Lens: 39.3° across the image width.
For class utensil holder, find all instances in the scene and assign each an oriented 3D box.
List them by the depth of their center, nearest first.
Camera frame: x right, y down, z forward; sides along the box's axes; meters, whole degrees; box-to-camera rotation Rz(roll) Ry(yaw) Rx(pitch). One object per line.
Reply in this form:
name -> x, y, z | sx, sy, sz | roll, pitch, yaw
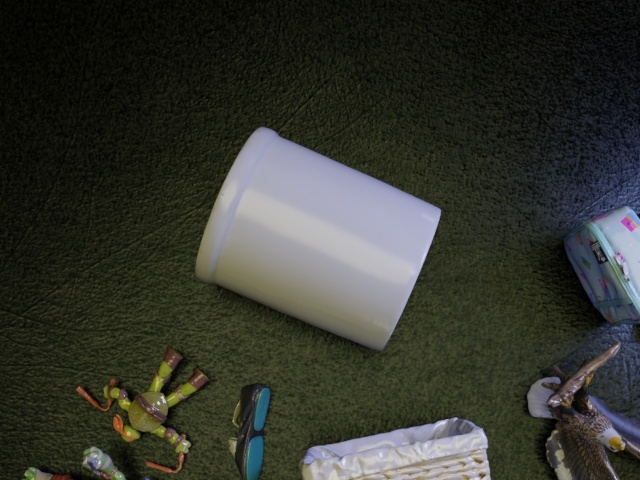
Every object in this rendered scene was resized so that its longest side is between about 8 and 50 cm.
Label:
utensil holder -> 0.000, 0.000, 1.738 | 0.385, 0.327, 0.327 | 22, 81, 2

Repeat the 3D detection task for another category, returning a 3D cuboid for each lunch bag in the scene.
lunch bag -> 0.577, 0.058, 1.732 | 0.108, 0.279, 0.224 | -25, 83, 1

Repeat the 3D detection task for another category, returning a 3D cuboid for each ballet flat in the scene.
ballet flat -> -0.148, 0.387, 1.803 | 0.074, 0.074, 0.203 | 7, 86, 3

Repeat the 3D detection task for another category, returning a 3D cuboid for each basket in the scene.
basket -> 0.145, 0.491, 1.644 | 0.331, 0.328, 0.266 | -10, 82, -1

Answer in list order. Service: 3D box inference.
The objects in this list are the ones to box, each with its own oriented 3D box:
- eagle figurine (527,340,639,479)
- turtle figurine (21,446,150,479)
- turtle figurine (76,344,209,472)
eagle figurine -> 0.545, 0.386, 1.730 | 0.226, 0.225, 0.298 | -27, 104, 27
turtle figurine -> -0.467, 0.501, 1.696 | 0.266, 0.275, 0.197 | -7, 103, 21
turtle figurine -> -0.345, 0.321, 1.803 | 0.269, 0.087, 0.217 | 38, 83, 7
